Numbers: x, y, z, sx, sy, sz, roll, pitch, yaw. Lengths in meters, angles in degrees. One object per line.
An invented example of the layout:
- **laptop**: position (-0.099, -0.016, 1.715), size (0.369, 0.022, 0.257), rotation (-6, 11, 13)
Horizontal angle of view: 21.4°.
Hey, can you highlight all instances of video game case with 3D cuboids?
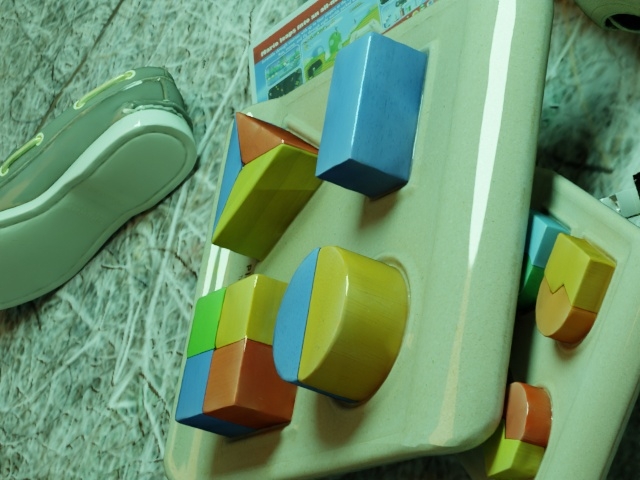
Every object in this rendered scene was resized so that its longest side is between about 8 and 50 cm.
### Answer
- **video game case**: position (0.030, -0.086, 1.281), size (0.204, 0.025, 0.285), rotation (-32, 48, 33)

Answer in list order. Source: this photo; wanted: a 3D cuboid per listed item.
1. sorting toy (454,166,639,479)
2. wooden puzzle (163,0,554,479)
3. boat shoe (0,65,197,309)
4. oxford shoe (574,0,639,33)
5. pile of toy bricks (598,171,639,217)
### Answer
- **sorting toy**: position (0.125, 0.064, 1.009), size (0.208, 0.038, 0.193), rotation (-134, 61, -68)
- **wooden puzzle**: position (0.000, 0.000, 1.144), size (0.348, 0.080, 0.322), rotation (-19, 55, 53)
- **boat shoe**: position (-0.234, -0.040, 1.489), size (0.305, 0.109, 0.091), rotation (-34, 46, 23)
- **oxford shoe**: position (0.165, -0.205, 1.096), size (0.140, 0.146, 0.397), rotation (-20, 23, -12)
- **pile of toy bricks**: position (0.240, -0.004, 0.939), size (0.212, 0.105, 0.118), rotation (145, 108, -81)
